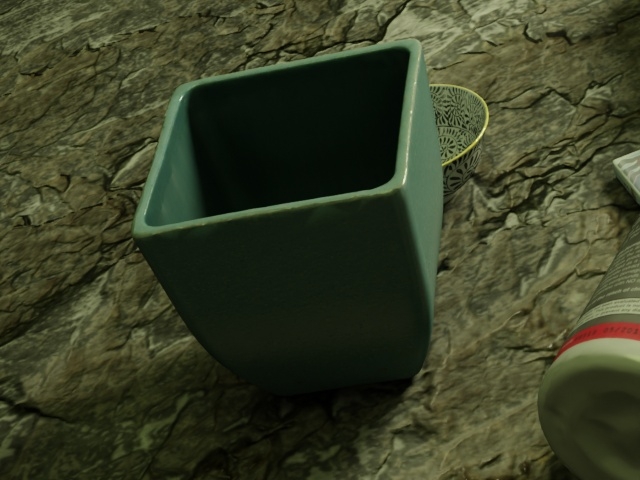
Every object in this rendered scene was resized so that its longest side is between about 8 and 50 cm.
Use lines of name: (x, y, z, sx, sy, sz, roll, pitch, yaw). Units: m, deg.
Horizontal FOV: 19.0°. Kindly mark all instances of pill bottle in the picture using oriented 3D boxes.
pill bottle: (0.319, 0.061, 1.591, 0.176, 0.176, 0.318, 6, 42, 32)

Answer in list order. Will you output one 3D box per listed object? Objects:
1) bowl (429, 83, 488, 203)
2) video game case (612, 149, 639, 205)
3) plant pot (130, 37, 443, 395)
bowl: (0.101, -0.083, 1.988, 0.170, 0.080, 0.170, -13, 35, 9)
video game case: (0.410, -0.065, 1.859, 0.201, 0.023, 0.183, -22, 34, -3)
plant pot: (0.000, 0.000, 1.768, 0.247, 0.252, 0.248, -10, 35, 15)
